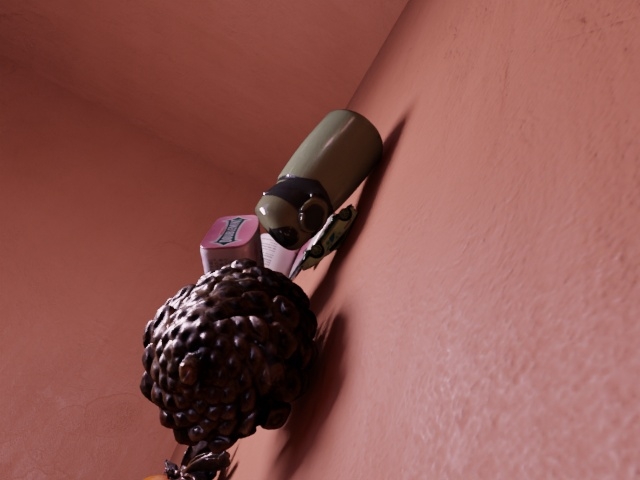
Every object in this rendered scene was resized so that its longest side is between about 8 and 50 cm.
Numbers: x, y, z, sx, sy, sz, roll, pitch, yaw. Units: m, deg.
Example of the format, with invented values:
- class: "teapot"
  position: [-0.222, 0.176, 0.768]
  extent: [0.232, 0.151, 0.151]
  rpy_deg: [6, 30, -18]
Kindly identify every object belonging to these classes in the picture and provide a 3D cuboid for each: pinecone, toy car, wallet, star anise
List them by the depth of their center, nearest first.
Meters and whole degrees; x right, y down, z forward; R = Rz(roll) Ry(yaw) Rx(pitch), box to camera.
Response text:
- class: "pinecone"
  position: [-0.139, 0.177, 0.724]
  extent: [0.296, 0.298, 0.242]
  rpy_deg: [-59, -44, -61]
- class: "star anise"
  position: [-0.277, 0.526, 0.962]
  extent: [0.283, 0.129, 0.212]
  rpy_deg: [-51, 18, 19]
- class: "toy car"
  position: [0.021, -0.001, 0.987]
  extent: [0.186, 0.058, 0.093]
  rpy_deg: [-52, 7, -16]
- class: "wallet"
  position: [-0.036, 0.018, 1.376]
  extent: [0.232, 0.025, 0.119]
  rpy_deg: [-54, 13, 46]

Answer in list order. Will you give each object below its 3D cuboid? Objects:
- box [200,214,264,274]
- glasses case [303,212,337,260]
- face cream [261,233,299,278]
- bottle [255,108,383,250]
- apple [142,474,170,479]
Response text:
- class: "box"
  position: [-0.172, 0.145, 0.985]
  extent: [0.190, 0.112, 0.370]
  rpy_deg: [-84, -10, -66]
- class: "glasses case"
  position: [0.000, 0.000, 1.160]
  extent: [0.164, 0.041, 0.063]
  rpy_deg: [-61, 10, 11]
- class: "face cream"
  position: [-0.195, 0.172, 1.464]
  extent: [0.145, 0.145, 0.370]
  rpy_deg: [145, 145, -72]
- class: "bottle"
  position: [-0.007, -0.130, 0.984]
  extent: [0.347, 0.168, 0.168]
  rpy_deg: [-54, 4, -25]
- class: "apple"
  position: [-0.478, 0.768, 1.245]
  extent: [0.209, 0.164, 0.209]
  rpy_deg: [-58, 8, 14]
